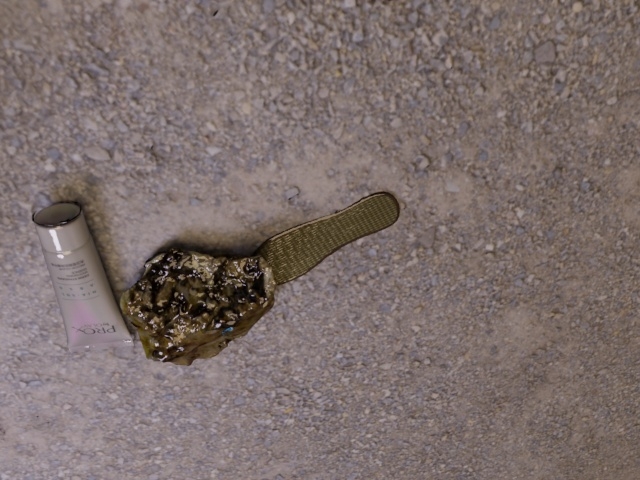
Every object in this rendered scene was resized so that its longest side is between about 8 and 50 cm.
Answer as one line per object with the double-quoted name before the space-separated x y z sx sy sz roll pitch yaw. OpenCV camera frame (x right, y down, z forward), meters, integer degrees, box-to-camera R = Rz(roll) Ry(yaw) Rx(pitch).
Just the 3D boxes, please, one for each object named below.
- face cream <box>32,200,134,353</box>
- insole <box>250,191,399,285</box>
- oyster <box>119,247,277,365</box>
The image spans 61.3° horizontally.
"face cream" -0.321 0.062 0.723 0.092 0.058 0.243 -4 127 -6
"insole" 0.000 0.000 0.792 0.253 0.005 0.086 -27 124 3
"oyster" -0.171 0.109 0.774 0.214 0.083 0.222 -2 129 -8
